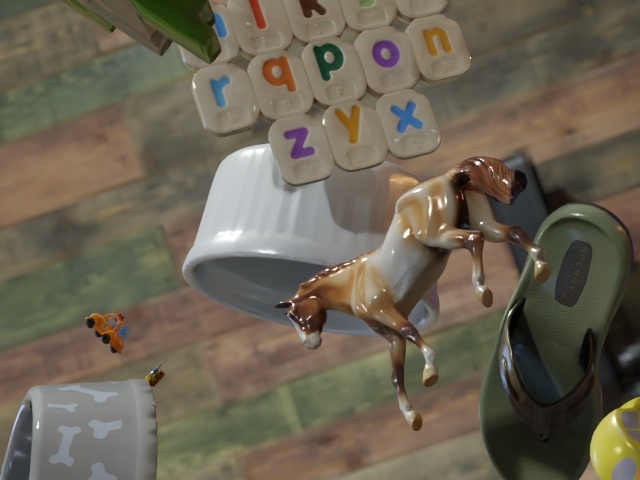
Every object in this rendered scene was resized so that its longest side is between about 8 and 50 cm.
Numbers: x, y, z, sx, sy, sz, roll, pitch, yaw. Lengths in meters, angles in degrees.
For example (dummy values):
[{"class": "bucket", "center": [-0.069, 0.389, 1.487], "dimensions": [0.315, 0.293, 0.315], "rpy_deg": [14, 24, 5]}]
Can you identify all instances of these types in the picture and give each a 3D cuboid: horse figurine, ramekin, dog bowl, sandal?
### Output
[{"class": "horse figurine", "center": [0.085, 0.024, 1.375], "dimensions": [0.066, 0.174, 0.263], "rpy_deg": [14, -58, -40]}, {"class": "ramekin", "center": [0.000, 0.000, 1.802], "dimensions": [0.277, 0.135, 0.277], "rpy_deg": [9, -18, 3]}, {"class": "dog bowl", "center": [-0.230, 0.284, 1.466], "dimensions": [0.102, 0.349, 0.349], "rpy_deg": [11, -15, -15]}, {"class": "sandal", "center": [0.211, 0.109, 1.575], "dimensions": [0.120, 0.303, 0.086], "rpy_deg": [14, 25, 16]}]

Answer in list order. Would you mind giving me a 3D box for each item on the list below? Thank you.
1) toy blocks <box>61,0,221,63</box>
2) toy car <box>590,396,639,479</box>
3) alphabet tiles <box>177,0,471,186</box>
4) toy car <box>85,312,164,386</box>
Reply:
[{"class": "toy blocks", "center": [-0.067, -0.260, 0.891], "dimensions": [0.261, 0.191, 0.381], "rpy_deg": [-56, -5, -4]}, {"class": "toy car", "center": [0.228, 0.228, 1.293], "dimensions": [0.053, 0.225, 0.239], "rpy_deg": [22, 0, -5]}, {"class": "alphabet tiles", "center": [0.002, -0.196, 1.676], "dimensions": [0.284, 0.278, 0.021], "rpy_deg": [-15, -13, -15]}, {"class": "toy car", "center": [-0.235, 0.128, 2.054], "dimensions": [0.040, 0.060, 0.122], "rpy_deg": [-44, -47, -8]}]
